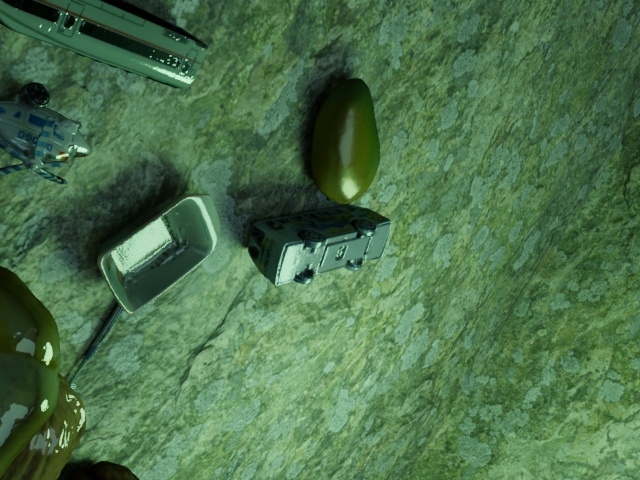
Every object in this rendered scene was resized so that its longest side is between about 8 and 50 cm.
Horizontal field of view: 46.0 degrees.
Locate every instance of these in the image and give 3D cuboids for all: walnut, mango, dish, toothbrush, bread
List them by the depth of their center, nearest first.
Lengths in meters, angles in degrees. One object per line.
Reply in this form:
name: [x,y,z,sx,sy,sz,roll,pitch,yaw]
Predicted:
bread: [-0.511,0.187,1.008,0.341,0.300,0.210,-58,-171,-13]
walnut: [-0.467,0.293,1.177,0.213,0.213,0.213,-30,136,-33]
dish: [-0.276,0.003,1.291,0.234,0.064,0.154,-38,141,-22]
toothbrush: [-0.398,0.191,1.333,0.220,0.016,0.019,-58,146,2]
mango: [0.053,-0.191,1.486,0.156,0.114,0.251,-21,133,-29]

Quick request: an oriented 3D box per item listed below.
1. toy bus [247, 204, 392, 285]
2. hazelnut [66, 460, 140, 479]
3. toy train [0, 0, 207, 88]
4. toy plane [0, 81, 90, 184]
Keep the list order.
toy bus: [0.000,0.000,1.551,0.329,0.136,0.109,-12,127,-45]
hazelnut: [-0.424,0.531,1.436,0.218,0.218,0.234,-49,163,-11]
toy train: [-0.330,-0.296,0.986,0.407,0.086,0.088,11,114,-52]
toy plane: [-0.433,-0.161,0.991,0.273,0.107,0.182,16,149,-28]
